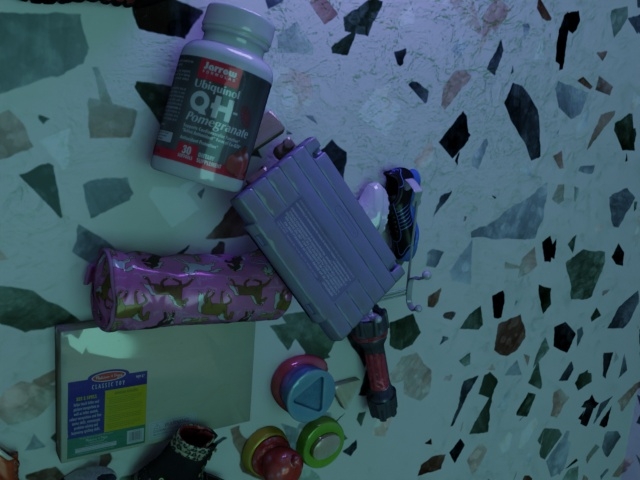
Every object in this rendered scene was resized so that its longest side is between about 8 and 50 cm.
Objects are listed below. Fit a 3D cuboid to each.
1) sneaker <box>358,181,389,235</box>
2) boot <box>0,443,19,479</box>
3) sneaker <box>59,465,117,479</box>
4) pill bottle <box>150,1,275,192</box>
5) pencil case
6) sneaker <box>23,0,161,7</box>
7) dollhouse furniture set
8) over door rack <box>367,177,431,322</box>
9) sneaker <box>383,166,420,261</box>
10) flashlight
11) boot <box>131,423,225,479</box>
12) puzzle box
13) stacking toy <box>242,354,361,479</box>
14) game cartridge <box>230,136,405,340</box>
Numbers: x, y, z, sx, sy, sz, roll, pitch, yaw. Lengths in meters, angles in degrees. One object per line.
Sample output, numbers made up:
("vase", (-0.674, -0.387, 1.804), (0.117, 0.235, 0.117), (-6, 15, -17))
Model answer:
("sneaker", (0.086, -0.028, 1.510), (0.095, 0.090, 0.235), (16, 92, -27))
("boot", (-0.578, 0.440, 1.197), (0.084, 0.059, 0.158), (-48, 122, -21))
("sneaker", (-0.487, 0.559, 1.267), (0.235, 0.094, 0.153), (-34, 120, -23))
("pill bottle", (-0.190, -0.262, 1.199), (0.176, 0.176, 0.318), (14, 94, -36))
("pencil case", (-0.247, 0.089, 1.257), (0.386, 0.167, 0.160), (-1, 81, -34))
("sneaker", (-0.399, -0.466, 1.061), (0.314, 0.116, 0.136), (-12, 99, -39))
("dollhouse furniture set", (-0.123, -0.156, 1.365), (0.144, 0.123, 0.151), (-37, 86, -21))
("over door rack", (0.122, 0.043, 1.444), (0.240, 0.108, 0.324), (-11, 112, -19))
("sneaker", (0.186, -0.062, 1.573), (0.090, 0.081, 0.232), (-3, 97, -31))
("flashlight", (0.138, 0.312, 1.620), (0.103, 0.103, 0.304), (-22, 113, -29))
("boot", (-0.256, 0.486, 1.372), (0.236, 0.085, 0.178), (26, 112, -34))
("puzzle box", (-0.328, 0.279, 1.325), (0.409, 0.052, 0.272), (-3, 104, -34))
("stacking toy", (-0.009, 0.445, 1.539), (0.280, 0.130, 0.308), (17, 93, -36))
("game cartridge", (0.000, 0.000, 1.293), (0.230, 0.068, 0.355), (-41, 107, -24))
